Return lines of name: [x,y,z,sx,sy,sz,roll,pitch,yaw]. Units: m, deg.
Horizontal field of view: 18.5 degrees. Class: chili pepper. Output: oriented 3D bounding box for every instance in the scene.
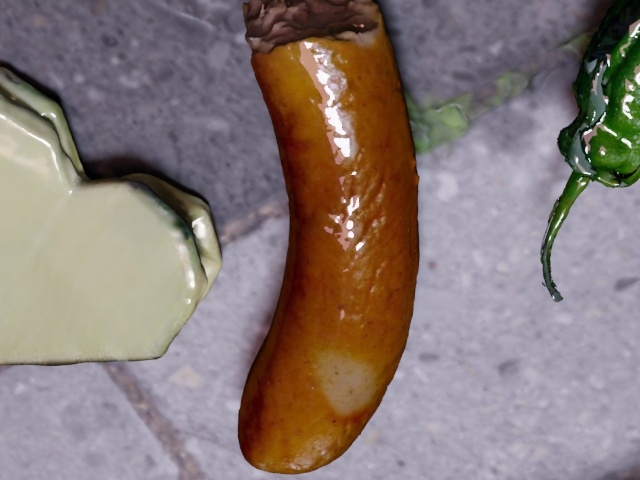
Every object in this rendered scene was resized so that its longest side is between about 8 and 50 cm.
chili pepper: [0.203,-0.091,1.017,0.279,0.065,0.122,-33,98,20]

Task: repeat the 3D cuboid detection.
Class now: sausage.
sausage: [0.005,0.002,1.101,0.103,0.076,0.302,9,116,16]

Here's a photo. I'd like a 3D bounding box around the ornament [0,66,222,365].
ornament: [-0.173,0.009,1.157,0.201,0.059,0.180,35,119,-3]
